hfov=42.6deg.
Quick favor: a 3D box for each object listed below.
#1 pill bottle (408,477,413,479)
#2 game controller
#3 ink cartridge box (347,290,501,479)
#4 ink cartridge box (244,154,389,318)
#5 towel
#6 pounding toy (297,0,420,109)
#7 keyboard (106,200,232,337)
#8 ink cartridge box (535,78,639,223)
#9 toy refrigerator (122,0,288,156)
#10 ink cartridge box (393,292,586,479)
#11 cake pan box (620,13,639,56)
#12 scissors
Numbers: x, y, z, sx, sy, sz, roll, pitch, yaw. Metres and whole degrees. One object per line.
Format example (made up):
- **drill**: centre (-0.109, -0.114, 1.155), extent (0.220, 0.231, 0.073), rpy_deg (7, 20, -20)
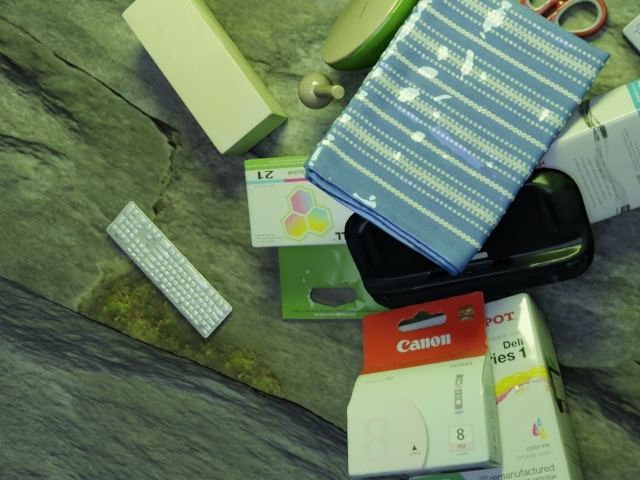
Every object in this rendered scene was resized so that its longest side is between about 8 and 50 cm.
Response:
- **pill bottle**: centre (0.241, 0.360, 1.169), extent (0.208, 0.117, 0.118), rpy_deg (-14, 92, 21)
- **game controller**: centre (0.192, 0.003, 1.092), extent (0.319, 0.067, 0.167), rpy_deg (-12, 113, 22)
- **ink cartridge box**: centre (0.127, 0.185, 1.066), extent (0.189, 0.066, 0.232), rpy_deg (-15, 65, 27)
- **ink cartridge box**: centre (0.000, 0.000, 1.225), extent (0.188, 0.097, 0.255), rpy_deg (-2, 96, 21)
- **towel**: centre (0.162, -0.155, 1.013), extent (0.243, 0.040, 0.336), rpy_deg (34, 88, 10)
- **pounding toy**: centre (0.087, -0.265, 1.137), extent (0.110, 0.183, 0.237), rpy_deg (35, 86, -23)
- **keyboard**: centre (-0.254, 0.047, 1.371), extent (0.256, 0.014, 0.072), rpy_deg (45, 110, 9)
- **ink cartridge box**: centre (0.366, -0.108, 1.049), extent (0.190, 0.082, 0.140), rpy_deg (-20, 122, 23)
- **toy refrigerator**: centre (-0.175, -0.266, 1.260), extent (0.102, 0.094, 0.269), rpy_deg (-38, 84, 14)
- **ink cartridge box**: centre (0.221, 0.233, 1.095), extent (0.201, 0.117, 0.278), rpy_deg (-18, 60, 21)
- **cake pan box**: centre (0.552, -0.254, 0.997), extent (0.267, 0.070, 0.246), rpy_deg (-40, 85, 20)
- **scissors**: centre (0.253, -0.271, 1.136), extent (0.297, 0.021, 0.109), rpy_deg (-31, 88, 23)
